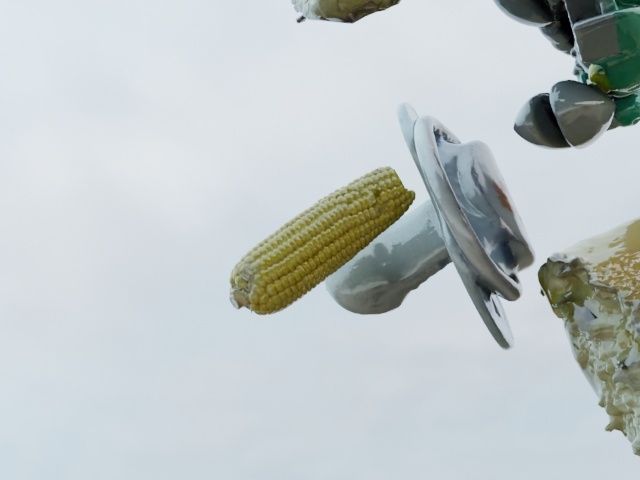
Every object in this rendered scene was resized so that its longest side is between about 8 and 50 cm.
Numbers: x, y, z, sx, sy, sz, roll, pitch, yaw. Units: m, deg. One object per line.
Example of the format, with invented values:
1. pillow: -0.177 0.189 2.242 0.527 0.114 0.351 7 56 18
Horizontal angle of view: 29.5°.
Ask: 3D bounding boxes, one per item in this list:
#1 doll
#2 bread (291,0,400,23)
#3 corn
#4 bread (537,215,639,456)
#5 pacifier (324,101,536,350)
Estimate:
1. doll: 0.241 -0.156 1.105 0.153 0.195 0.258 -21 -46 15
2. bread: 0.132 -0.243 0.847 0.315 0.248 0.279 21 -78 -17
3. corn: 0.000 0.000 1.138 0.206 0.067 0.067 -36 -27 -16
4. bread: 0.367 0.097 1.089 0.270 0.316 0.211 -20 -62 -18
5. pacifier: 0.094 -0.004 1.222 0.207 0.279 0.227 -26 -29 14
